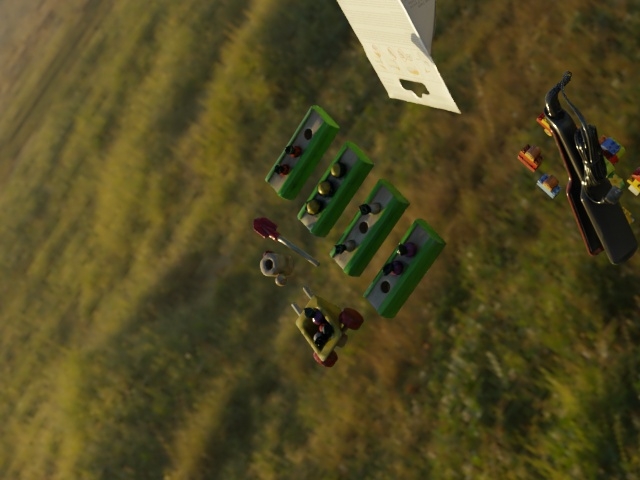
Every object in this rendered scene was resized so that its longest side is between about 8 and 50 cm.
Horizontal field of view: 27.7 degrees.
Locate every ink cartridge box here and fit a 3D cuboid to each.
[{"bbox_3d":[0.085,-0.259,1.476,0.056,0.225,0.181,-39,24,-11],"label":"ink cartridge box"}]

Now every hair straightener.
[{"bbox_3d":[0.293,-0.072,1.363,0.047,0.230,0.089,-30,28,-17],"label":"hair straightener"}]

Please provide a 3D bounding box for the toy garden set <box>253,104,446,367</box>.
[{"bbox_3d":[0.000,0.000,1.454,0.244,0.049,0.204,49,118,32],"label":"toy garden set"}]

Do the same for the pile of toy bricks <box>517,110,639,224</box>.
[{"bbox_3d":[0.370,-0.099,1.761,0.118,0.212,0.105,-46,-11,-9],"label":"pile of toy bricks"}]
